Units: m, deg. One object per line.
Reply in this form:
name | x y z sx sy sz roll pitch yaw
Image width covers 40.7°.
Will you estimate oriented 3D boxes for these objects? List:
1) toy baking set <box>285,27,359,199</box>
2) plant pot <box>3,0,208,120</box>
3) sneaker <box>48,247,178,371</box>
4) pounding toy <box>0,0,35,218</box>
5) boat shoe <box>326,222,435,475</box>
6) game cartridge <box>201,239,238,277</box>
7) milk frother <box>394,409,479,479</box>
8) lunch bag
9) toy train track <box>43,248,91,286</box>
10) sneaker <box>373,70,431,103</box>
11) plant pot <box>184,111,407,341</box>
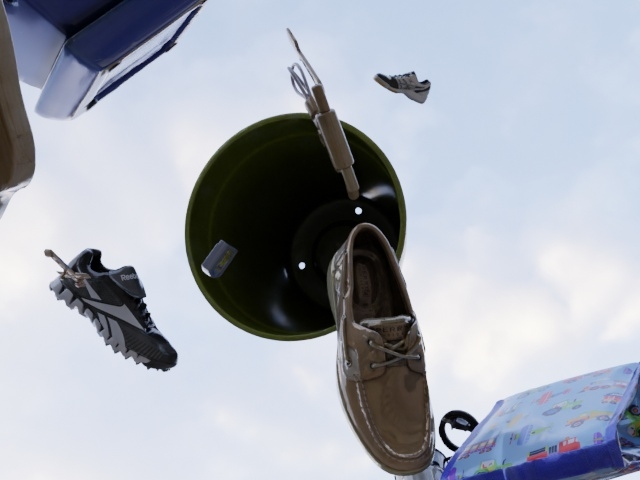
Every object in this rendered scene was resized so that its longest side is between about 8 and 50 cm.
toy baking set | -0.004 -0.180 1.270 0.030 0.197 0.256 -24 -66 -5
plant pot | -0.251 -0.271 0.889 0.236 0.236 0.212 -45 -79 -27
sneaker | -0.290 0.095 1.266 0.106 0.234 0.078 -56 -15 11
pounding toy | -0.274 -0.124 0.470 0.155 0.154 0.269 -16 -82 -42
boat shoe | 0.079 0.140 1.155 0.122 0.341 0.110 -8 -27 -14
game cartridge | -0.150 0.029 1.282 0.017 0.083 0.056 38 -92 11
milk frother | 0.172 0.325 1.199 0.129 0.135 0.143 0 -77 -1
lunch bag | 0.286 0.252 1.054 0.221 0.138 0.293 -23 -13 30
toy train track | -0.317 0.038 1.066 0.048 0.014 0.083 3 -32 22
sneaker | 0.111 -0.215 1.164 0.083 0.032 0.037 16 -69 -23
plant pot | 0.000 0.000 1.521 0.366 0.366 0.353 -40 -16 6
